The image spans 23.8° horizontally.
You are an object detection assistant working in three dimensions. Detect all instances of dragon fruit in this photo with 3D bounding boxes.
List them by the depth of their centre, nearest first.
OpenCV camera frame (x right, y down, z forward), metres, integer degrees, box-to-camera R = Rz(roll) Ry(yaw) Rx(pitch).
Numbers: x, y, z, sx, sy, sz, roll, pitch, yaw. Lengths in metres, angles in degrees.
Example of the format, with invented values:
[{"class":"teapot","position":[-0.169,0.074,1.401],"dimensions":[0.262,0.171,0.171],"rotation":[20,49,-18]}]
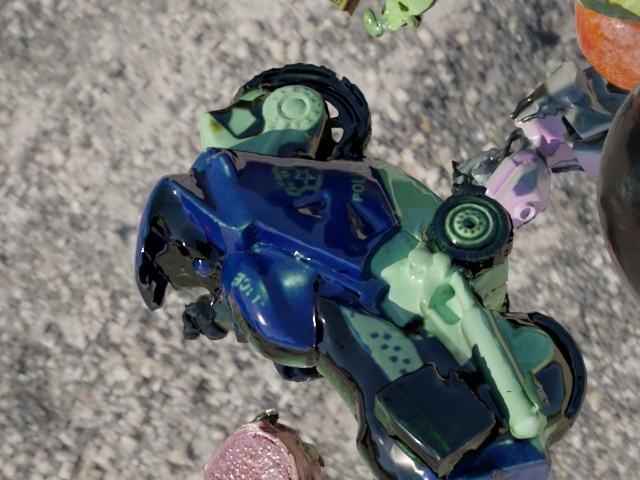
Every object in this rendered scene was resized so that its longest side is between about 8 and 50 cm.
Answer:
[{"class":"dragon fruit","position":[-0.051,0.244,1.731],"dimensions":[0.147,0.102,0.096],"rotation":[5,75,19]}]

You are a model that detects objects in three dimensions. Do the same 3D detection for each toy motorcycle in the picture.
[{"class":"toy motorcycle","position":[0.010,0.029,0.909],"dimensions":[0.196,0.125,0.331],"rotation":[-30,61,-15]},{"class":"toy motorcycle","position":[0.315,-0.109,1.831],"dimensions":[0.327,0.143,0.188],"rotation":[-33,40,6]}]

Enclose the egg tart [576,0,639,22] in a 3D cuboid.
[{"class":"egg tart","position":[0.195,-0.243,1.085],"dimensions":[0.197,0.197,0.078],"rotation":[33,77,30]}]

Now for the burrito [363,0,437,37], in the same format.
[{"class":"burrito","position":[0.045,-0.256,0.902],"dimensions":[0.054,0.104,0.288],"rotation":[-5,81,9]}]

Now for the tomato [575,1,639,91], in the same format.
[{"class":"tomato","position":[0.366,-0.228,1.514],"dimensions":[0.237,0.236,0.095],"rotation":[-16,34,17]}]

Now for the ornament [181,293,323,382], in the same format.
[{"class":"ornament","position":[-0.036,0.069,1.476],"dimensions":[0.196,0.166,0.153],"rotation":[11,75,11]}]

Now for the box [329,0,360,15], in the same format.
[{"class":"box","position":[0.020,-0.364,1.547],"dimensions":[0.159,0.240,0.071],"rotation":[34,52,2]}]

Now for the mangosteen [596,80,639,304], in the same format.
[{"class":"mangosteen","position":[0.312,-0.053,1.078],"dimensions":[0.235,0.235,0.261],"rotation":[-18,30,16]}]
